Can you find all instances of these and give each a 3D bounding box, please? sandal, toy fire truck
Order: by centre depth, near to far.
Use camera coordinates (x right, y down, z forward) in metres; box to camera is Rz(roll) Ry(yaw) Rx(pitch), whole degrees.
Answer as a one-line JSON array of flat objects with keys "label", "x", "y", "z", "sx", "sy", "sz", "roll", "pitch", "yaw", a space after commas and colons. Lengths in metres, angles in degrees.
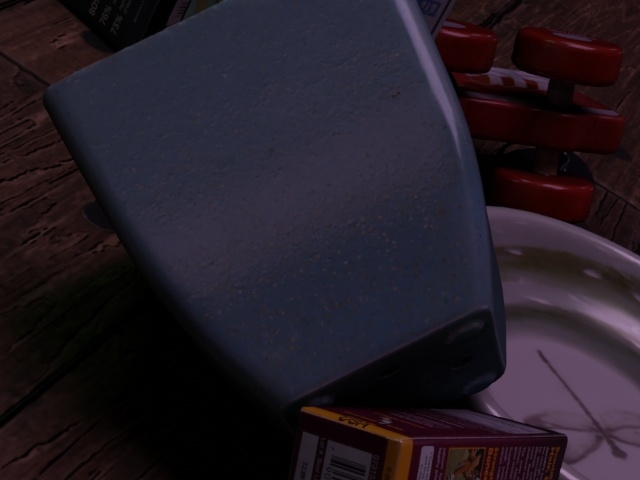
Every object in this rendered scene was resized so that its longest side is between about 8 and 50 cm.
[{"label": "toy fire truck", "x": 0.132, "y": -0.133, "z": 1.480, "sx": 0.302, "sy": 0.169, "sz": 0.254, "roll": 5, "pitch": 15, "yaw": -17}, {"label": "sandal", "x": 0.208, "y": -0.067, "z": 1.578, "sx": 0.254, "sy": 0.054, "sz": 0.097, "roll": -9, "pitch": 47, "yaw": -49}]

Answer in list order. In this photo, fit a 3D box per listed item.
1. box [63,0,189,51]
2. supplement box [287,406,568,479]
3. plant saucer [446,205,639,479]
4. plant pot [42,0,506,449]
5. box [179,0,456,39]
[{"label": "box", "x": -0.184, "y": -0.292, "z": 1.483, "sx": 0.207, "sy": 0.153, "sz": 0.108, "roll": 43, "pitch": 31, "yaw": 23}, {"label": "supplement box", "x": 0.065, "y": 0.162, "z": 0.956, "sx": 0.081, "sy": 0.104, "sz": 0.188, "roll": 13, "pitch": 3, "yaw": 39}, {"label": "plant saucer", "x": 0.223, "y": 0.131, "z": 1.227, "sx": 0.400, "sy": 0.100, "sz": 0.400, "roll": 23, "pitch": 29, "yaw": -14}, {"label": "plant pot", "x": 0.000, "y": 0.000, "z": 1.030, "sx": 0.248, "sy": 0.247, "sz": 0.252, "roll": 65, "pitch": -1, "yaw": -65}, {"label": "box", "x": -0.032, "y": -0.119, "z": 1.199, "sx": 0.169, "sy": 0.290, "sz": 0.087, "roll": 12, "pitch": 33, "yaw": -32}]
